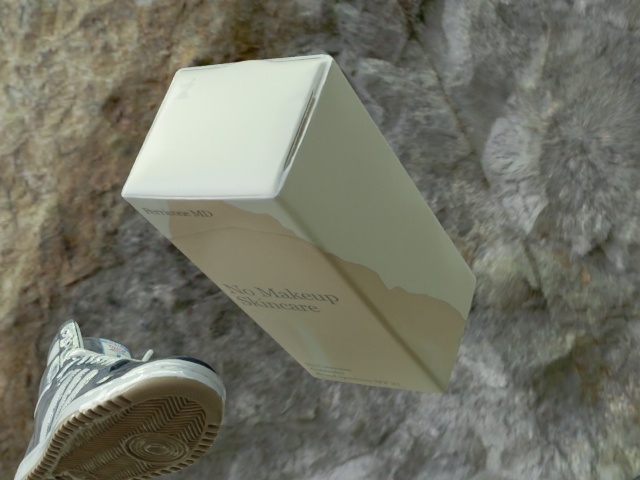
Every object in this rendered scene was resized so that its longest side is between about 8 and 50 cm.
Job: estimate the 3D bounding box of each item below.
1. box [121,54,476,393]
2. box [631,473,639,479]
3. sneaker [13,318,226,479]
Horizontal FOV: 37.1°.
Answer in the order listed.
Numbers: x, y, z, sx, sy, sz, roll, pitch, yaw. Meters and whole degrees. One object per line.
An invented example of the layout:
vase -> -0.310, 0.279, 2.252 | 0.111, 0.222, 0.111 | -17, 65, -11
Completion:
box -> 0.000, 0.000, 0.767 | 0.147, 0.311, 0.121 | 1, -121, 34
box -> 0.462, 0.308, 0.972 | 0.261, 0.184, 0.103 | 15, -67, 48
sneaker -> -0.160, 0.116, 0.762 | 0.099, 0.153, 0.282 | 28, -43, -23
